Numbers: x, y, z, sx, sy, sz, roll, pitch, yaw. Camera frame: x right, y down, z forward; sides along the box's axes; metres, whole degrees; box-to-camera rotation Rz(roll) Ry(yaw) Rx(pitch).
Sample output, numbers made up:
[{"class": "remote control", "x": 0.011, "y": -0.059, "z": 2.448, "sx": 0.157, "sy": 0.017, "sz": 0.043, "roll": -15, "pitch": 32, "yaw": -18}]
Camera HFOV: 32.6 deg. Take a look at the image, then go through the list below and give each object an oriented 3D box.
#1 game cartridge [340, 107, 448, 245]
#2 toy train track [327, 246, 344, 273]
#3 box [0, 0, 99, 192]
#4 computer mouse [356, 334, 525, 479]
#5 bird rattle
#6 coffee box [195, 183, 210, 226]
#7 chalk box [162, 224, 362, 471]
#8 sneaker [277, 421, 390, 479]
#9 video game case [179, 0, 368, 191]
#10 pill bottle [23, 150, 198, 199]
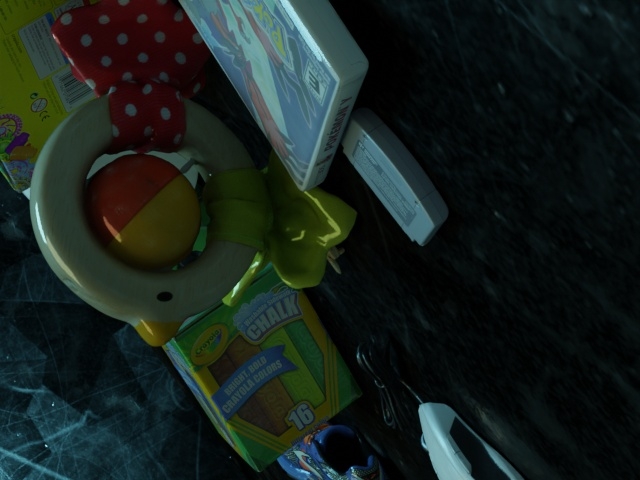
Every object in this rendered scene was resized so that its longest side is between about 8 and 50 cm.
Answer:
[{"class": "game cartridge", "x": 0.043, "y": -0.038, "z": 0.644, "sx": 0.083, "sy": 0.017, "sz": 0.056, "roll": 53, "pitch": 168, "yaw": 8}, {"class": "toy train track", "x": 0.000, "y": 0.000, "z": 0.860, "sx": 0.048, "sy": 0.014, "sz": 0.083, "roll": 54, "pitch": 170, "yaw": -19}, {"class": "box", "x": -0.273, "y": -0.246, "z": 0.853, "sx": 0.279, "sy": 0.177, "sz": 0.290, "roll": 48, "pitch": 164, "yaw": 24}, {"class": "computer mouse", "x": 0.096, "y": 0.162, "z": 0.852, "sx": 0.193, "sy": 0.042, "sz": 0.106, "roll": 43, "pitch": 160, "yaw": 38}, {"class": "bird rattle", "x": -0.106, "y": -0.047, "z": 0.760, "sx": 0.253, "sy": 0.207, "sz": 0.143, "roll": 51, "pitch": 148, "yaw": -17}, {"class": "coffee box", "x": -0.179, "y": -0.026, "z": 1.139, "sx": 0.040, "sy": 0.113, "sz": 0.184, "roll": 59, "pitch": 168, "yaw": -24}, {"class": "chalk box", "x": -0.081, "y": 0.089, "z": 1.066, "sx": 0.213, "sy": 0.132, "sz": 0.132, "roll": 60, "pitch": 165, "yaw": -20}, {"class": "sneaker", "x": 0.014, "y": 0.233, "z": 1.219, "sx": 0.221, "sy": 0.083, "sz": 0.087, "roll": 27, "pitch": 136, "yaw": 50}, {"class": "video game case", "x": -0.047, "y": -0.142, "z": 0.653, "sx": 0.201, "sy": 0.023, "sz": 0.183, "roll": 57, "pitch": 165, "yaw": 10}, {"class": "pill bottle", "x": -0.248, "y": -0.121, "z": 1.069, "sx": 0.283, "sy": 0.160, "sz": 0.160, "roll": 43, "pitch": 161, "yaw": 39}]
